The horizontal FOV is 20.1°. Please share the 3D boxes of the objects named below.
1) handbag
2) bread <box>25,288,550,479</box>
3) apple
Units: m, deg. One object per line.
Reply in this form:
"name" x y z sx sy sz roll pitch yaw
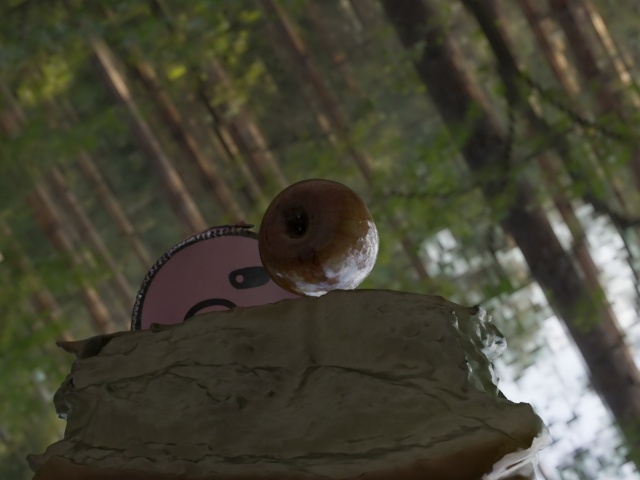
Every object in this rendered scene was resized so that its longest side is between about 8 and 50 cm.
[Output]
"handbag" -0.064 0.086 1.424 0.179 0.205 0.116 -13 -176 6
"bread" -0.009 0.184 0.857 0.250 0.279 0.225 -6 -165 5
"apple" 0.000 0.000 1.198 0.084 0.071 0.084 -15 -115 34
